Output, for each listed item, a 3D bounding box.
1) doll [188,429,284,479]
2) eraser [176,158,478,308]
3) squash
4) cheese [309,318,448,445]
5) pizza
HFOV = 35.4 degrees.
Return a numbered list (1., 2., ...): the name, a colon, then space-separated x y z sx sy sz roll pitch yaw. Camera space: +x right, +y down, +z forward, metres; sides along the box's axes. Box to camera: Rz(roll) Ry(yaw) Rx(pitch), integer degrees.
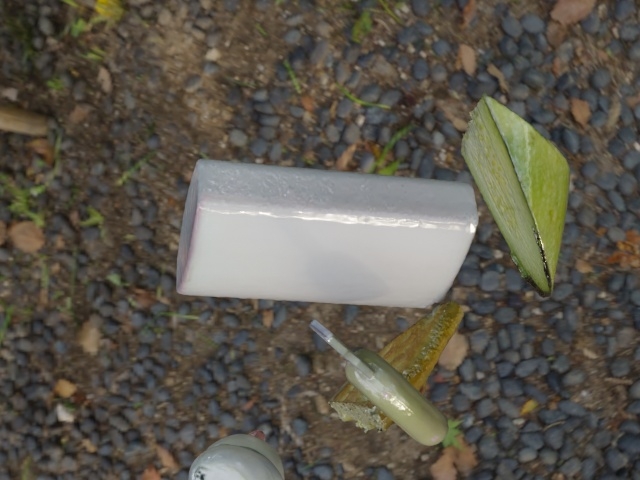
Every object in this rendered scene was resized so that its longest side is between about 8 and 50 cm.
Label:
1. doll: -0.091 0.267 1.083 0.107 0.181 0.110 2 88 -4
2. eraser: 0.000 0.000 1.000 0.270 0.174 0.094 3 55 -14
3. squash: 0.244 -0.046 1.296 0.204 0.237 0.155 29 82 8
4. cheese: 0.046 0.119 0.890 0.037 0.192 0.097 -49 44 -6
5. pizza: 0.112 0.174 1.301 0.080 0.188 0.204 45 69 -5
